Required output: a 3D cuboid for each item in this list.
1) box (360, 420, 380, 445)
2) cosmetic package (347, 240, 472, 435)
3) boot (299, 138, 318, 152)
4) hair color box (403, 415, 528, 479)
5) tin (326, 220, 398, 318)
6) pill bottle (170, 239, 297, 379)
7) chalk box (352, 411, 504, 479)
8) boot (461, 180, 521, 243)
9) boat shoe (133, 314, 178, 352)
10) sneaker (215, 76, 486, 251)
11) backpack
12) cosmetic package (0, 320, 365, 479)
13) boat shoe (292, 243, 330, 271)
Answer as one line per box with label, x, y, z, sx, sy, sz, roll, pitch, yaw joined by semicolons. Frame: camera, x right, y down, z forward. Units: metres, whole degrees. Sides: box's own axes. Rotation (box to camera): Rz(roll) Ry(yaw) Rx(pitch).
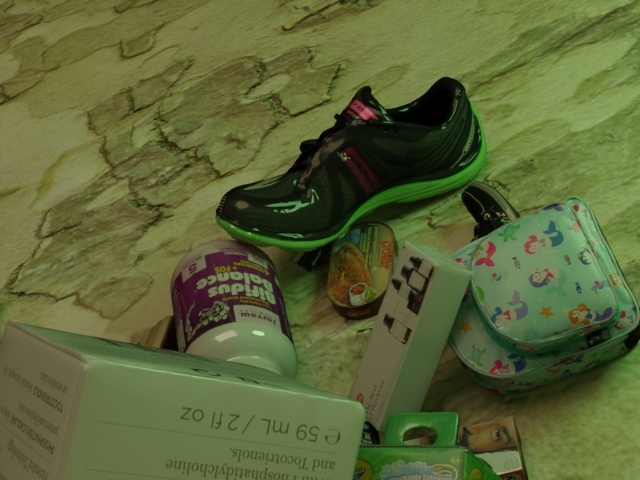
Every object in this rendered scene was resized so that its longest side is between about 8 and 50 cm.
box;-0.013;0.294;1.670;0.180;0.077;0.147;17;36;-18
cosmetic package;0.115;0.129;1.727;0.099;0.060;0.239;39;113;60
boot;0.034;-0.185;2.290;0.121;0.045;0.099;7;51;24
hair color box;0.178;0.293;1.671;0.167;0.053;0.093;-15;39;10
tin;0.068;0.045;2.022;0.106;0.040;0.189;-13;40;20
pill bottle;-0.125;0.148;1.900;0.169;0.169;0.301;-22;39;4
chalk box;0.106;0.332;1.490;0.180;0.179;0.288;-5;66;22
boot;0.222;0.022;1.924;0.179;0.085;0.236;-30;45;-4
boat shoe;-0.265;0.231;1.929;0.089;0.104;0.285;-7;44;22
sneaker;0.039;-0.133;2.043;0.483;0.202;0.185;-25;33;-24
backpack;0.282;0.081;1.742;0.254;0.191;0.225;-25;66;10
cosmetic package;-0.196;0.322;1.428;0.327;0.330;0.393;7;85;62
boat shoe;0.000;0.000;2.105;0.125;0.038;0.046;-54;5;-39
